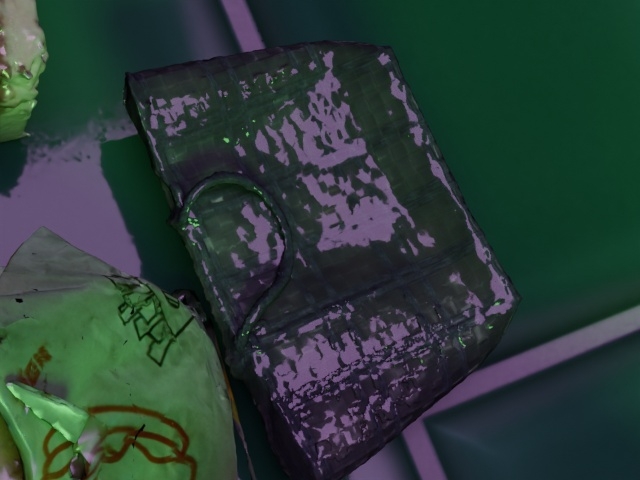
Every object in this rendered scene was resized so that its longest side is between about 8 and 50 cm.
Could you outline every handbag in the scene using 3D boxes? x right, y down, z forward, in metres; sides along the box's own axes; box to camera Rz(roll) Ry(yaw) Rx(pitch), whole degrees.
[{"bbox_3d":[0.000,0.000,0.896,0.175,0.089,0.270,-22,82,-26],"label":"handbag"}]

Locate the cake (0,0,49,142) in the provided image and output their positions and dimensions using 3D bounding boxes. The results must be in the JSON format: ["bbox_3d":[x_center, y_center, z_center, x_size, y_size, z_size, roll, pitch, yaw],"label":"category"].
[{"bbox_3d":[-0.237,-0.114,0.855,0.147,0.135,0.134,-4,76,-21],"label":"cake"}]

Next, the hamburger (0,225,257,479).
[{"bbox_3d":[-0.144,0.104,0.780,0.276,0.150,0.260,21,61,-26],"label":"hamburger"}]
